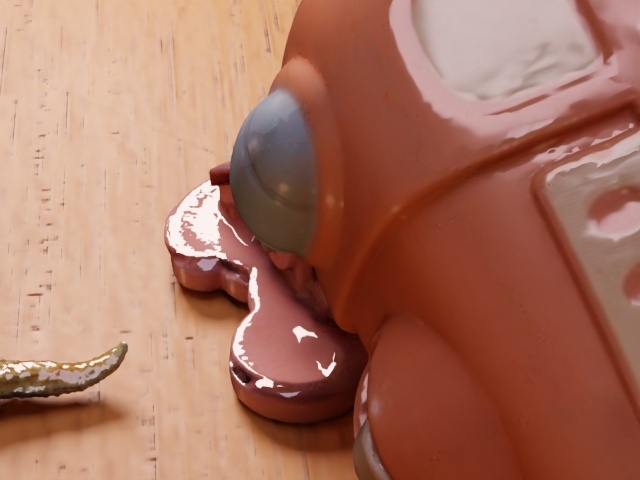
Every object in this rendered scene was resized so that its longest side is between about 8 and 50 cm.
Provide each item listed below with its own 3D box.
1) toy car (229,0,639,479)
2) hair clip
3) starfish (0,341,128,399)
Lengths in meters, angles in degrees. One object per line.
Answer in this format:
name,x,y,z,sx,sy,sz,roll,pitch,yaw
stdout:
toy car,0.089,-0.009,0.576,0.212,0.180,0.270,-19,73,-15
hair clip,0.002,0.011,0.722,0.123,0.102,0.138,-15,4,-26
starfish,-0.177,0.049,0.653,0.217,0.050,0.223,-3,38,-19
